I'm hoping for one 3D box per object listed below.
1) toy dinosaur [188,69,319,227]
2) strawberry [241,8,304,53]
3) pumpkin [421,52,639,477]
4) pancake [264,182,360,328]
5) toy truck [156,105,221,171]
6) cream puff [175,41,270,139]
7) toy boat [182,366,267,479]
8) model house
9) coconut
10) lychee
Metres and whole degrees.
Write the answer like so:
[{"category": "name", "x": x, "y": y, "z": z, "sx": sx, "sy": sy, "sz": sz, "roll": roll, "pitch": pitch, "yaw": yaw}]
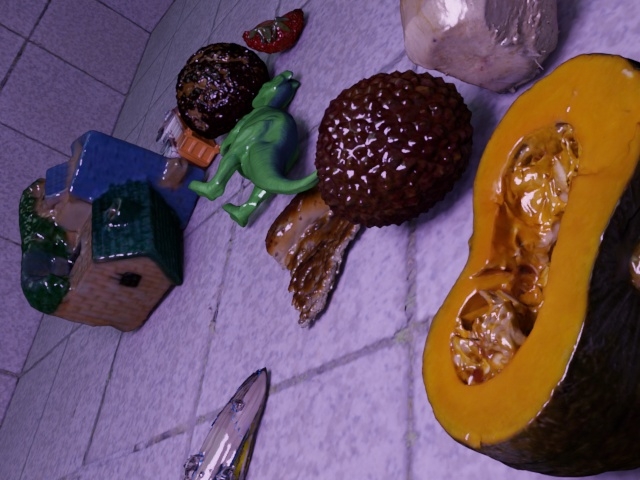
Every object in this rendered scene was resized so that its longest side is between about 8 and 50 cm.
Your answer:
[{"category": "toy dinosaur", "x": -0.045, "y": -0.197, "z": 1.143, "sx": 0.500, "sy": 0.144, "sz": 0.374, "roll": -4, "pitch": 50, "yaw": 54}, {"category": "strawberry", "x": -0.103, "y": -0.482, "z": 1.484, "sx": 0.147, "sy": 0.082, "sz": 0.187, "roll": -9, "pitch": 27, "yaw": 16}, {"category": "pumpkin", "x": 0.207, "y": 0.020, "z": 0.475, "sx": 0.222, "sy": 0.139, "sz": 0.317, "roll": -1, "pitch": 63, "yaw": 61}, {"category": "pancake", "x": 0.000, "y": 0.000, "z": 0.917, "sx": 0.266, "sy": 0.057, "sz": 0.244, "roll": -30, "pitch": 41, "yaw": 45}, {"category": "toy truck", "x": -0.345, "y": -0.265, "z": 1.665, "sx": 0.135, "sy": 0.114, "sz": 0.270, "roll": -56, "pitch": 31, "yaw": 11}, {"category": "cream puff", "x": -0.234, "y": -0.355, "z": 1.485, "sx": 0.239, "sy": 0.165, "sz": 0.239, "roll": -29, "pitch": 35, "yaw": 23}, {"category": "toy boat", "x": -0.122, "y": 0.268, "z": 0.884, "sx": 0.084, "sy": 0.066, "sz": 0.210, "roll": 14, "pitch": 65, "yaw": 27}, {"category": "model house", "x": -0.465, "y": -0.045, "z": 1.456, "sx": 0.342, "sy": 0.335, "sz": 0.382, "roll": -46, "pitch": 42, "yaw": 30}, {"category": "coconut", "x": 0.180, "y": -0.276, "z": 0.744, "sx": 0.194, "sy": 0.194, "sz": 0.194, "roll": -39, "pitch": 35, "yaw": 36}, {"category": "lychee", "x": 0.092, "y": -0.108, "z": 0.755, "sx": 0.188, "sy": 0.188, "sz": 0.188, "roll": -39, "pitch": 35, "yaw": 36}]
